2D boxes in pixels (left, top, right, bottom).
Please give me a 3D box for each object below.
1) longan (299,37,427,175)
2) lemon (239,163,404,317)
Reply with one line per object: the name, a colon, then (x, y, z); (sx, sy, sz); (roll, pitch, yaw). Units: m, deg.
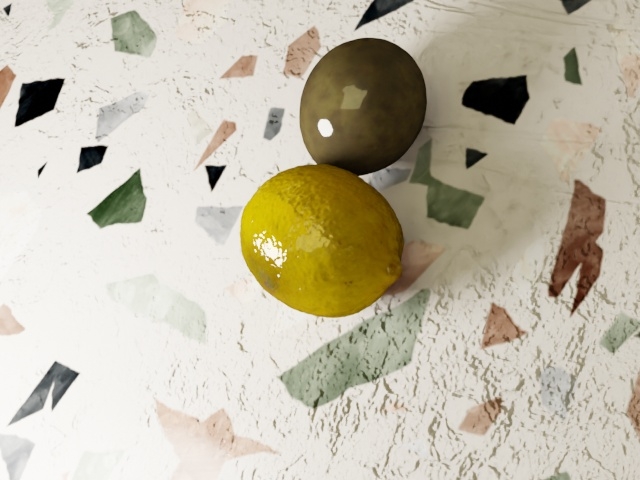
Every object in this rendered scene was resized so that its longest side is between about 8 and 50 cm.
longan: (0.051, -0.172, 2.040); (0.185, 0.159, 0.204); (-58, 15, 9)
lemon: (0.000, 0.000, 1.973); (0.256, 0.188, 0.188); (25, 84, 41)
